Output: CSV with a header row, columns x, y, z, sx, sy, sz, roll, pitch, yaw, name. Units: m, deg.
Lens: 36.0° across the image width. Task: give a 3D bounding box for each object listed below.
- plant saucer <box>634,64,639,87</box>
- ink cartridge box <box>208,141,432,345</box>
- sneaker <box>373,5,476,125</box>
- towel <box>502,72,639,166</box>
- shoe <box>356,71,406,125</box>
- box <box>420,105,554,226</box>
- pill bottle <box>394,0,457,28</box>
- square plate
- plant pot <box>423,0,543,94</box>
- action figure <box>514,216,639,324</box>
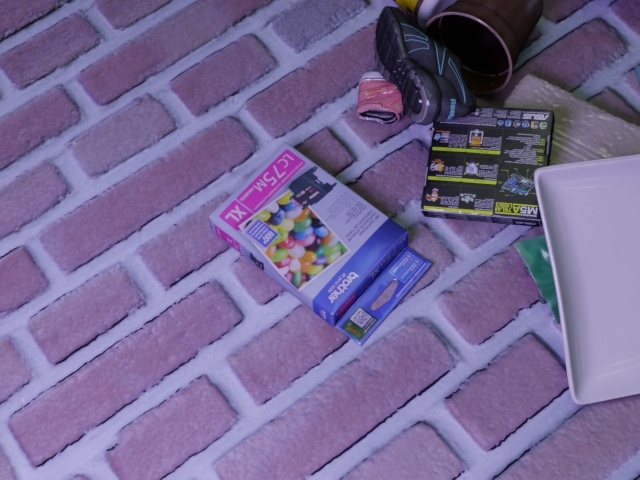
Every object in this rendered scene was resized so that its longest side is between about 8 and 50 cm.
x,y,z,sx,sy,sz,roll,pitch,yaw,name
0.638,-0.280,1.676,0.192,0.018,0.067,-4,64,-1,plant saucer
0.000,0.000,1.540,0.311,0.065,0.186,38,71,17,ink cartridge box
0.163,-0.282,1.597,0.106,0.101,0.267,-5,51,-19,sneaker
0.408,-0.147,1.602,0.282,0.049,0.187,32,68,18,towel
0.148,-0.234,1.650,0.178,0.063,0.081,4,65,10,shoe
0.264,-0.120,1.558,0.191,0.045,0.184,5,79,17,box
0.156,-0.478,1.737,0.117,0.117,0.215,-35,67,-14,pill bottle
0.501,0.041,1.446,0.344,0.049,0.347,-9,88,-5,square plate
0.283,-0.362,1.658,0.167,0.167,0.165,29,61,16,plant pot
0.426,0.016,1.495,0.232,0.063,0.137,-26,86,-1,action figure
